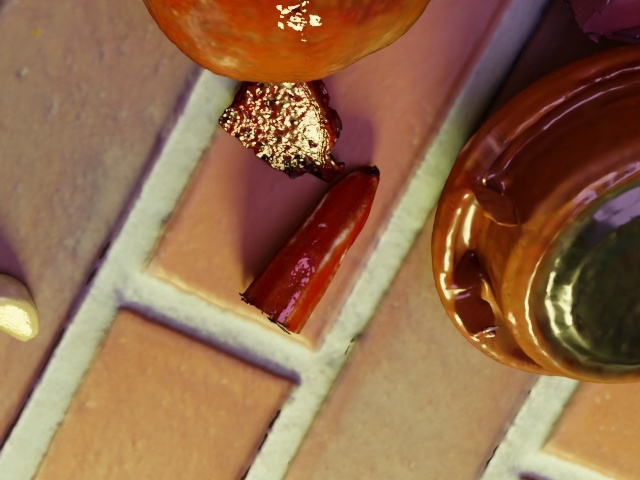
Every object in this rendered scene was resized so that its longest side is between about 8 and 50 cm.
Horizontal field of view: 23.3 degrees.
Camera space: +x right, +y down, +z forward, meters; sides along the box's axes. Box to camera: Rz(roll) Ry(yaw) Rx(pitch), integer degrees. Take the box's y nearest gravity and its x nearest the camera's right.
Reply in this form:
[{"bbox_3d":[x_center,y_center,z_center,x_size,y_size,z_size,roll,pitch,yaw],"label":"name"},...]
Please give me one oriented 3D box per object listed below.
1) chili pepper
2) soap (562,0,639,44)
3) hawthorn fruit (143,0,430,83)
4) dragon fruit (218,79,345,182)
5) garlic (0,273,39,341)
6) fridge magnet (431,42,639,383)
[{"bbox_3d":[0.002,0.001,1.388,0.065,0.088,0.169,36,87,-7],"label":"chili pepper"},{"bbox_3d":[0.329,-0.234,1.324,0.250,0.099,0.162,-12,150,-10],"label":"soap"},{"bbox_3d":[-0.018,-0.254,1.165,0.276,0.307,0.276,-1,94,-12],"label":"hawthorn fruit"},{"bbox_3d":[-0.017,-0.115,1.360,0.097,0.063,0.131,-35,122,31],"label":"dragon fruit"},{"bbox_3d":[-0.279,0.057,1.353,0.083,0.041,0.053,31,104,-27],"label":"garlic"},{"bbox_3d":[0.277,-0.009,1.378,0.363,0.155,0.364,-8,129,-10],"label":"fridge magnet"}]
